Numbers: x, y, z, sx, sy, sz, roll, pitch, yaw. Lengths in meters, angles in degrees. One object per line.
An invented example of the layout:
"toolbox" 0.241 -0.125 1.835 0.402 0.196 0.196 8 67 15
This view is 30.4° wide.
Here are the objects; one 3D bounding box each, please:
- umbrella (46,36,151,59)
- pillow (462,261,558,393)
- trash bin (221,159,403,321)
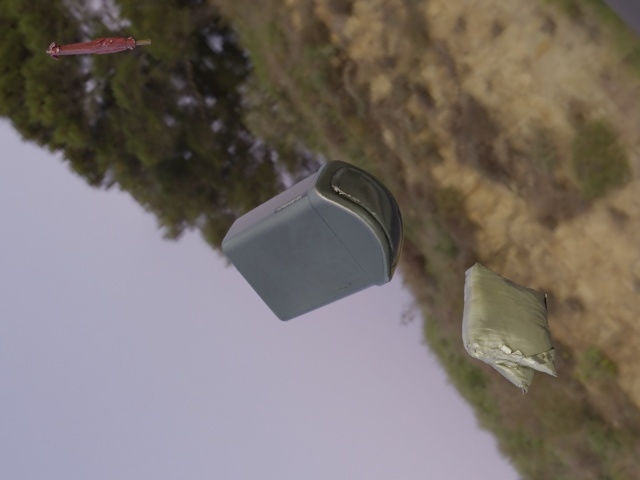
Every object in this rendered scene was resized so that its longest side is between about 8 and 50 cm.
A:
"umbrella" -0.351 -0.309 1.868 0.027 0.165 0.025 135 124 -69
"pillow" 0.262 0.114 1.661 0.134 0.078 0.181 27 -144 -14
"trash bin" 0.000 0.000 1.642 0.177 0.236 0.101 51 -146 -20
